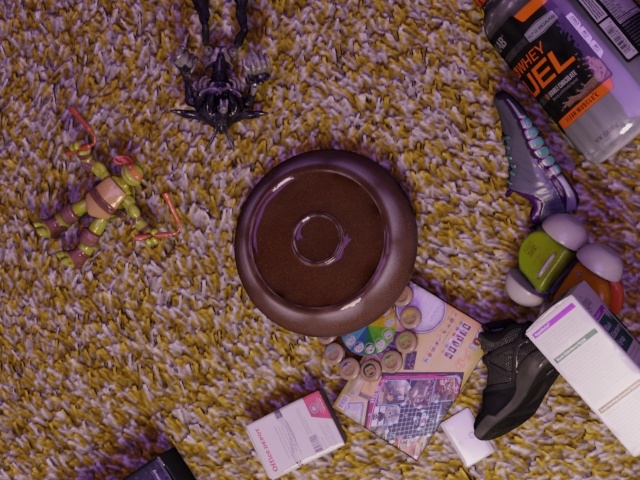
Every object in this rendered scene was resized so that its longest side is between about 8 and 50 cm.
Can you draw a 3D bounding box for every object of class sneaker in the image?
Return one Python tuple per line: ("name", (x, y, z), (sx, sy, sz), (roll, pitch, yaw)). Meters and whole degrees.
("sneaker", (0.289, 0.210, 1.706), (0.130, 0.087, 0.227), (58, 141, 37))
("sneaker", (0.317, -0.126, 1.726), (0.098, 0.083, 0.223), (-32, 86, 10))

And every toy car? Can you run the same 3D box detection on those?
("toy car", (0.391, 0.056, 1.683), (0.182, 0.136, 0.159), (46, 118, 35))

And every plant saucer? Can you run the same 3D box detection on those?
("plant saucer", (0.000, 0.000, 1.751), (0.311, 0.050, 0.310), (-2, 81, 16))

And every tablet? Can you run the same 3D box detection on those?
("tablet", (0.238, 0.319, 1.761), (0.054, 0.006, 0.083), (-32, 86, 5))

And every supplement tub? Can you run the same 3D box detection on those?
("supplement tub", (0.392, -0.302, 1.656), (0.207, 0.207, 0.338), (-38, 84, 5))

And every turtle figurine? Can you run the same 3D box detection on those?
("turtle figurine", (-0.371, -0.071, 1.806), (0.217, 0.087, 0.269), (-41, 93, 12))

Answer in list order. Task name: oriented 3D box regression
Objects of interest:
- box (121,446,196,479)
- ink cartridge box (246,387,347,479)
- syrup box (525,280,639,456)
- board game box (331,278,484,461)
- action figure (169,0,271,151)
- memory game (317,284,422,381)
("box", (-0.291, 0.459, 1.772), (0.207, 0.108, 0.153), (-33, 85, 5))
("ink cartridge box", (-0.038, 0.314, 1.770), (0.135, 0.056, 0.099), (-26, 85, 5))
("syrup box", (0.412, 0.180, 1.557), (0.096, 0.093, 0.237), (-43, 83, 25))
("board game box", (0.151, 0.208, 1.756), (0.165, 0.042, 0.243), (32, 92, 7))
("action figure", (-0.164, -0.286, 1.760), (0.164, 0.141, 0.275), (-1, 87, -4))
("memory game", (0.076, 0.136, 1.748), (0.186, 0.012, 0.186), (-7, 73, 26))
